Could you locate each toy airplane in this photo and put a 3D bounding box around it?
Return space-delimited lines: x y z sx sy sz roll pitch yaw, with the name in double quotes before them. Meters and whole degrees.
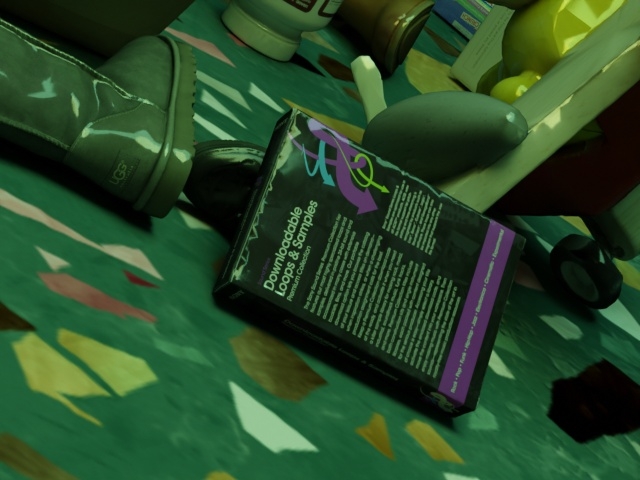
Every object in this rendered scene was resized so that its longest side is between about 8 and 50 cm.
"toy airplane" 0.198 -0.142 1.306 0.272 0.384 0.386 47 21 6

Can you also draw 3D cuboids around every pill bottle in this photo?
"pill bottle" -0.012 -0.219 1.502 0.086 0.152 0.086 30 19 -11

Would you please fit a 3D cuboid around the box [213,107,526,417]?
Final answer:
"box" 0.030 0.013 1.085 0.162 0.029 0.116 30 62 -18

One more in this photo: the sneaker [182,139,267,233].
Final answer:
"sneaker" -0.002 0.002 1.127 0.170 0.051 0.089 28 16 -27

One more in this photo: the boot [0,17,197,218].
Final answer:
"boot" -0.173 -0.103 1.087 0.209 0.076 0.189 21 19 -17

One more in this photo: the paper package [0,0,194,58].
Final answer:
"paper package" -0.203 -0.317 1.235 0.325 0.168 0.309 22 48 -32

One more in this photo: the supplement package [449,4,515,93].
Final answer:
"supplement package" 0.303 -0.131 1.783 0.293 0.177 0.175 44 20 25

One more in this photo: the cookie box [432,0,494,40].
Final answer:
"cookie box" 0.182 -0.225 2.030 0.092 0.040 0.107 44 21 26

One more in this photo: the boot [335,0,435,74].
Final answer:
"boot" 0.018 -0.217 1.696 0.152 0.073 0.197 29 13 -5
